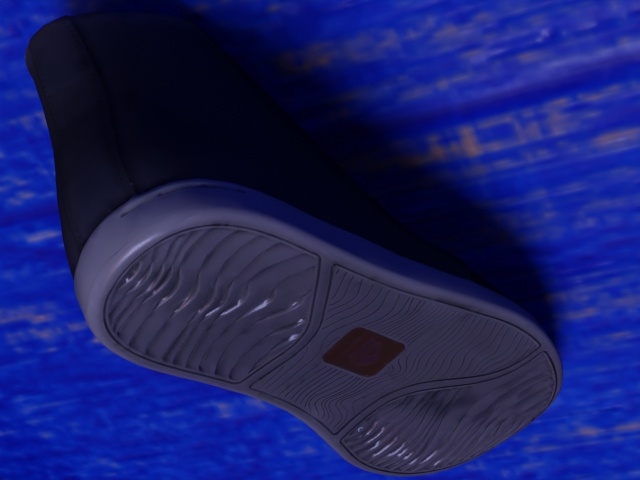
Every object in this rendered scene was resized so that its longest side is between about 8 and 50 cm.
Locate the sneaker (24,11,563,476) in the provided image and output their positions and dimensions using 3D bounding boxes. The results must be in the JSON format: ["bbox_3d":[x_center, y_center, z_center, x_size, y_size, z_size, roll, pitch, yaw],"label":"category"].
[{"bbox_3d":[0.000,0.000,0.437,0.083,0.118,0.222,-40,139,16],"label":"sneaker"}]
